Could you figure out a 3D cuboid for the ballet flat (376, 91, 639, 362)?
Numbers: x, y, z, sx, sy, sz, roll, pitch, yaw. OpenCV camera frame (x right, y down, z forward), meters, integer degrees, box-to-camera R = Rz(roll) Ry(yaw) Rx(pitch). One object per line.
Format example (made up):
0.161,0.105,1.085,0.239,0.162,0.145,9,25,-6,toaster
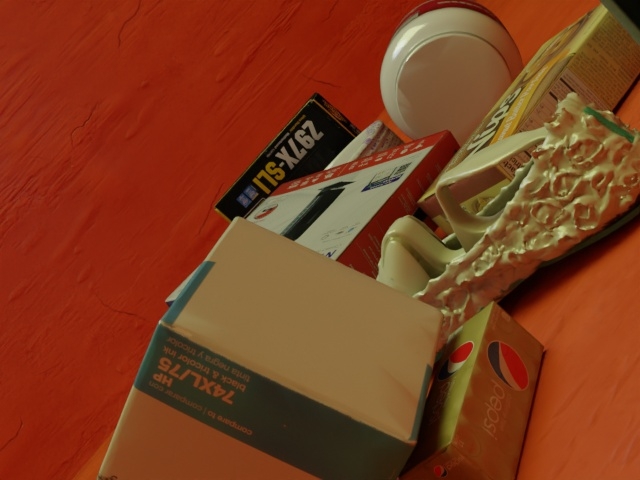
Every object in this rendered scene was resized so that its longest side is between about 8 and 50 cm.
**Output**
0.145,-0.001,1.027,0.409,0.147,0.147,-42,9,37,ballet flat

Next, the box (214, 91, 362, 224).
-0.020,-0.102,2.150,0.322,0.257,0.079,-45,7,22,box

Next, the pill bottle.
0.216,-0.276,1.737,0.229,0.229,0.408,-47,7,16,pill bottle

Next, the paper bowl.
0.062,-0.070,1.905,0.284,0.148,0.284,-48,6,7,paper bowl

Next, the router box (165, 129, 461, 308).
0.000,0.000,1.396,0.335,0.082,0.301,-15,25,45,router box

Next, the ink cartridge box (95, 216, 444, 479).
-0.053,0.166,0.844,0.198,0.197,0.270,-63,-2,-64,ink cartridge box

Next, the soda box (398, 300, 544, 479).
0.119,0.128,0.803,0.058,0.061,0.181,-43,9,34,soda box

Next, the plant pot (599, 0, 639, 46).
0.399,-0.370,1.122,0.247,0.248,0.252,-45,-10,30,plant pot

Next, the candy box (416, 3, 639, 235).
0.268,-0.147,1.272,0.316,0.087,0.183,-51,7,-24,candy box
